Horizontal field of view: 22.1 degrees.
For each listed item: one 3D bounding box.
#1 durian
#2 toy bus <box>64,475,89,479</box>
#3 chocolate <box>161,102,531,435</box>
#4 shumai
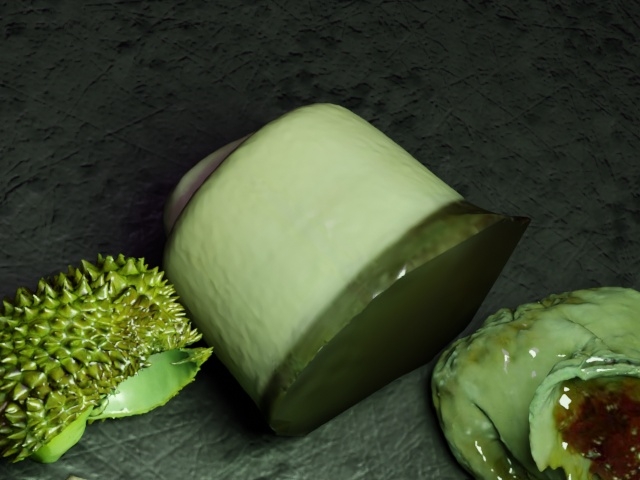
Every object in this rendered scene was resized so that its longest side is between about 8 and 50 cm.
[{"bbox_3d":[-0.239,0.113,1.645,0.237,0.200,0.176,-21,93,-18],"label":"durian"},{"bbox_3d":[-0.213,0.395,1.500,0.162,0.194,0.323,17,58,-10],"label":"toy bus"},{"bbox_3d":[0.000,0.000,1.728,0.326,0.314,0.297,-25,69,-27],"label":"chocolate"},{"bbox_3d":[0.316,0.150,1.754,0.330,0.288,0.292,-25,71,-26],"label":"shumai"}]
